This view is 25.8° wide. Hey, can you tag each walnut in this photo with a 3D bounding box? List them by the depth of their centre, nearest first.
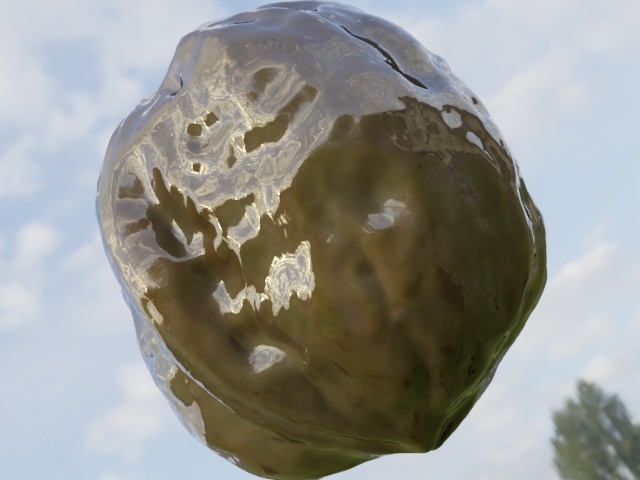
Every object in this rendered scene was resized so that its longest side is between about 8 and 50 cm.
[{"bbox_3d":[-0.002,0.002,0.788,0.273,0.273,0.227,-41,-15,20],"label":"walnut"}]
